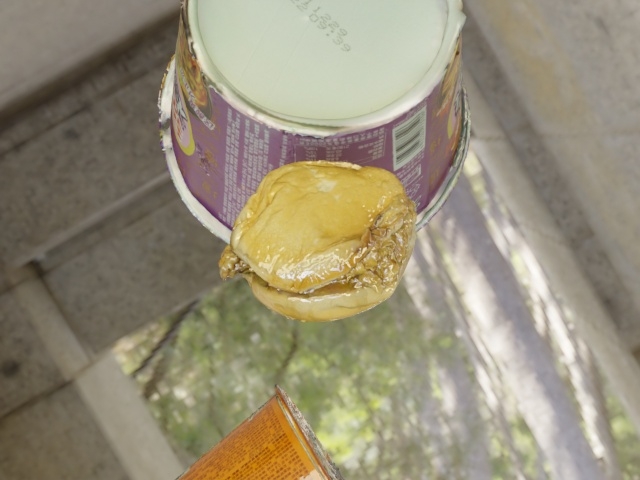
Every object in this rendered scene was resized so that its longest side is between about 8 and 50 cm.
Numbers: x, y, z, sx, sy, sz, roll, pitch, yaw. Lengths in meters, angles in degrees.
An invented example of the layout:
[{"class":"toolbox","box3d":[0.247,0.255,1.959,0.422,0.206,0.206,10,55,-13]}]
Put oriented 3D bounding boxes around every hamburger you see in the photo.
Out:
[{"class":"hamburger","box3d":[0.000,0.000,1.040,0.147,0.083,0.138,5,-139,24]}]

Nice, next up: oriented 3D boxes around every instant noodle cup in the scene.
[{"class":"instant noodle cup","box3d":[-0.051,0.274,1.174,0.182,0.230,0.230,-33,-177,-3]},{"class":"instant noodle cup","box3d":[-0.007,-0.169,1.255,0.340,0.340,0.266,-31,165,-10]}]
